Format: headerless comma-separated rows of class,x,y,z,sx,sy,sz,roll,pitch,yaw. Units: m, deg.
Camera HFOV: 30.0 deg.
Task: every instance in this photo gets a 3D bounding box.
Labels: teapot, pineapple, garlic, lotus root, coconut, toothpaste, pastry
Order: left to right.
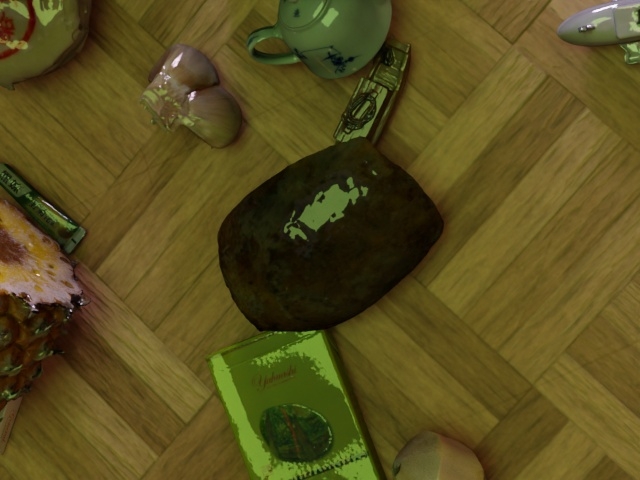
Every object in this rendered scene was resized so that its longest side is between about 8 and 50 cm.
pineapple,-0.540,0.098,1.722,0.352,0.352,0.300,42,97,13
pastry,-0.460,-0.358,1.788,0.264,0.133,0.265,2,103,9
toothpaste,-0.446,-0.061,1.852,0.204,0.031,0.049,42,101,10
garlic,-0.190,-0.203,1.749,0.124,0.099,0.174,-42,82,-7
lotus root,-0.003,-0.003,1.643,0.314,0.142,0.210,-37,65,8
teapot,-0.001,-0.312,1.640,0.232,0.159,0.159,-32,81,27
coconut,0.152,0.319,1.611,0.122,0.116,0.116,24,98,-22

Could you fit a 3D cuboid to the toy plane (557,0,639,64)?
toy plane,0.433,-0.292,1.549,0.255,0.101,0.251,-7,99,17

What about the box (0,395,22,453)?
box,-0.555,0.264,1.878,0.152,0.048,0.100,22,94,18

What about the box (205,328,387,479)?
box,-0.024,0.288,1.714,0.187,0.047,0.335,-23,84,16

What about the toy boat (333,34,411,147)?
toy boat,0.070,-0.189,1.671,0.057,0.077,0.200,28,98,16
